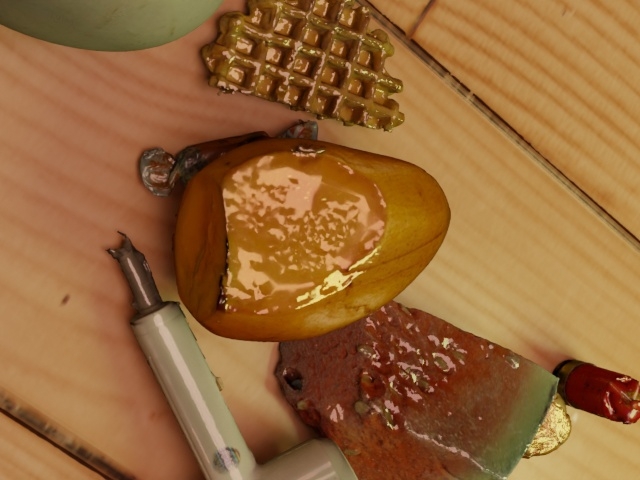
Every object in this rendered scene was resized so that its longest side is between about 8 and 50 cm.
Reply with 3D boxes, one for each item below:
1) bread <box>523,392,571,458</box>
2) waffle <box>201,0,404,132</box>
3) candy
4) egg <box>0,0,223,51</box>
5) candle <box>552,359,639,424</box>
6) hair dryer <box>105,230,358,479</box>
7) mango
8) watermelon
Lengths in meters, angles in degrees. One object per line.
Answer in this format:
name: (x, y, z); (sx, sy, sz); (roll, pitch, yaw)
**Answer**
bread: (0.217, 0.184, 1.767); (0.081, 0.046, 0.083); (31, 85, -22)
waffle: (-0.015, -0.155, 1.595); (0.192, 0.046, 0.161); (-22, 107, -22)
candy: (-0.075, -0.073, 1.576); (0.182, 0.046, 0.053); (-15, 102, -23)
egg: (-0.230, -0.289, 1.361); (0.371, 0.230, 0.230); (28, 84, -22)
candle: (0.288, 0.154, 1.750); (0.052, 0.130, 0.052); (-3, 97, -25)
hair dryer: (-0.097, 0.148, 1.571); (0.173, 0.107, 0.357); (-27, 100, -11)
mango: (0.000, 0.000, 1.554); (0.257, 0.138, 0.187); (2, 102, -31)
watermelon: (0.073, 0.141, 1.660); (0.256, 0.140, 0.193); (40, 71, -18)
